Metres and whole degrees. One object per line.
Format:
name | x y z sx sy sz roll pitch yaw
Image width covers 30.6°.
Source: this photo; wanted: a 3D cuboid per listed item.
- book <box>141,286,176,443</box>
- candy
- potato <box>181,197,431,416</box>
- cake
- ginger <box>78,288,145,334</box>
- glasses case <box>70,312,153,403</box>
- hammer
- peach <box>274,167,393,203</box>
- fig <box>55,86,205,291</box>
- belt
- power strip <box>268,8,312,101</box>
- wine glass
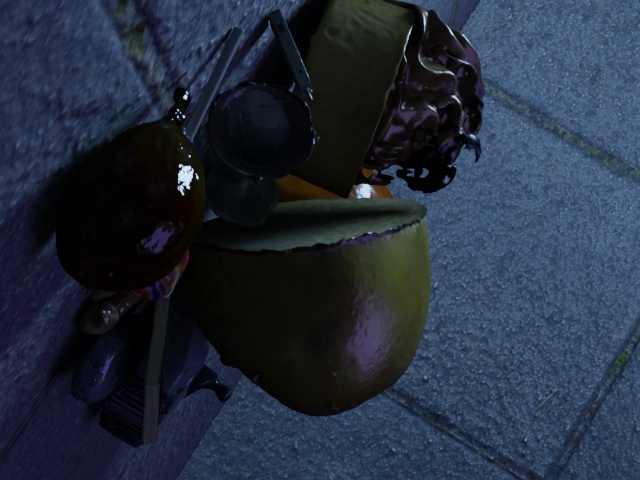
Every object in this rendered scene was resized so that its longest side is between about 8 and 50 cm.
book | -0.237 0.141 1.736 0.202 0.027 0.264 103 -8 -56
candy | -0.171 -0.103 1.437 0.124 0.124 0.365 95 19 -76
potato | -0.015 0.114 1.837 0.442 0.385 0.320 -29 113 -71
cake | 0.112 -0.207 1.846 0.332 0.321 0.332 -161 -90 -87
ginger | -0.257 0.042 1.554 0.149 0.065 0.259 -51 173 -39
glasses case | -0.302 0.169 1.716 0.109 0.067 0.282 -60 177 4
hammer | -0.304 0.304 2.253 0.290 0.137 0.037 -25 148 -54
peach | 0.000 0.000 2.214 0.343 0.301 0.343 -57 173 -11
fig | -0.190 -0.067 1.296 0.170 0.145 0.274 115 -4 -56
belt | -0.257 0.196 2.003 0.325 0.122 0.260 -58 178 -19
power strip | -0.039 -0.251 1.601 0.019 0.136 0.051 -21 170 -5
wine glass | -0.101 -0.113 1.685 0.156 0.156 0.232 -56 178 -23
